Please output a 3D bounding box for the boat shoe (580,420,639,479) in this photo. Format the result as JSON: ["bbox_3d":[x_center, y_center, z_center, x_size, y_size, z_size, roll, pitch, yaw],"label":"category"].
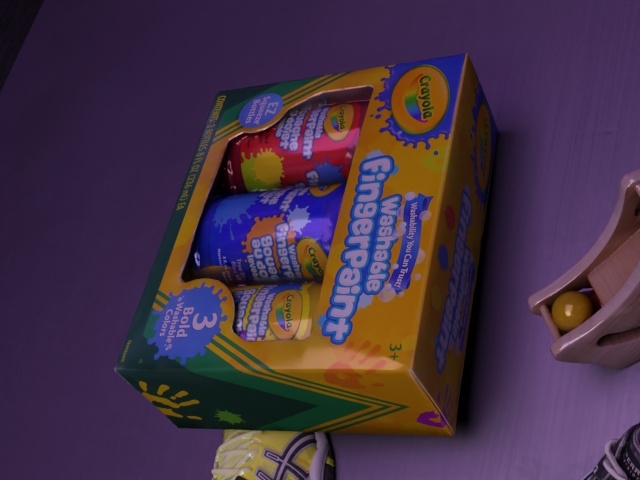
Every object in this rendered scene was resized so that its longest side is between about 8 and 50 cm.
[{"bbox_3d":[0.305,0.204,0.849,0.335,0.119,0.121,-45,41,9],"label":"boat shoe"}]

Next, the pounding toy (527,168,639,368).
[{"bbox_3d":[0.333,0.039,0.898,0.269,0.154,0.155,-43,40,25],"label":"pounding toy"}]

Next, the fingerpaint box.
[{"bbox_3d":[0.000,0.000,1.164,0.371,0.163,0.445,-3,53,27],"label":"fingerpaint box"}]

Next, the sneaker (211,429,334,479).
[{"bbox_3d":[-0.076,0.312,1.113,0.145,0.147,0.385,-33,42,25],"label":"sneaker"}]
